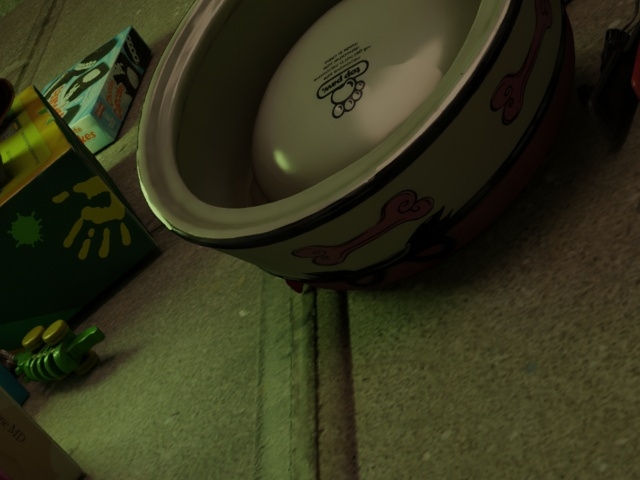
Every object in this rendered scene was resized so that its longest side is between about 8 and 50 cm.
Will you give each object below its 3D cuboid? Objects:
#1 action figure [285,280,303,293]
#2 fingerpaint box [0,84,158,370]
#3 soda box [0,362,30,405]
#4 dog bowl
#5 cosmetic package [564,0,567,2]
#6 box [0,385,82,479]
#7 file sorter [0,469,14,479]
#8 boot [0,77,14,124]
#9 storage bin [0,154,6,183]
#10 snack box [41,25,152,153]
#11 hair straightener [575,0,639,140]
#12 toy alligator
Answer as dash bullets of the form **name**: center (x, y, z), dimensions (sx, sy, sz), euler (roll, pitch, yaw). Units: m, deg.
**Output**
- **action figure**: center (0.000, 0.000, 1.431), dimensions (0.038, 0.030, 0.115), euler (-30, 21, 36)
- **fingerpaint box**: center (-0.416, 0.020, 1.880), dimensions (0.371, 0.163, 0.445), euler (-40, 21, -4)
- **soda box**: center (-0.398, 0.213, 1.603), dimensions (0.071, 0.067, 0.210), euler (-10, 36, 51)
- **dog bowl**: center (0.039, -0.135, 1.343), dimensions (0.408, 0.150, 0.408), euler (-26, 43, 27)
- **cosmetic package**: center (0.196, -0.280, 1.561), dimensions (0.238, 0.107, 0.127), euler (-45, 22, -6)
- **box**: center (-0.377, 0.261, 1.374), dimensions (0.311, 0.148, 0.121), euler (-48, 23, -17)
- **file sorter**: center (-0.240, 0.309, 0.987), dimensions (0.182, 0.202, 0.290), euler (-32, 23, 10)
- **boot**: center (-0.516, -0.100, 1.912), dimensions (0.211, 0.104, 0.295), euler (-19, 24, 43)
- **storage bin**: center (-0.403, -0.082, 1.731), dimensions (0.091, 0.098, 0.135), euler (-14, 16, -15)
- **snack box**: center (-0.368, -0.195, 2.359), dimensions (0.187, 0.060, 0.322), euler (-32, 23, 21)
- **hair straightener**: center (0.246, -0.152, 1.299), dimensions (0.089, 0.047, 0.230), euler (-26, 25, 30)
- **toy alligator**: center (-0.290, 0.126, 1.612), dimensions (0.190, 0.056, 0.051), euler (-17, 31, 44)
